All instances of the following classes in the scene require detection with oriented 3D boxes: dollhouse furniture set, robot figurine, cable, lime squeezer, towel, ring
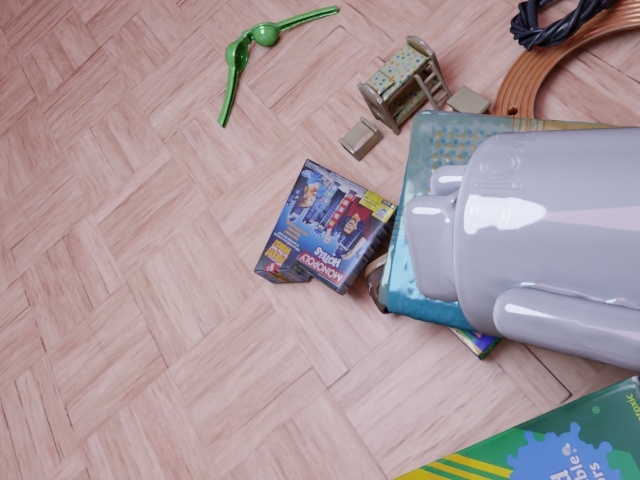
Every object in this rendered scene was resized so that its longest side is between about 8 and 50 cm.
[{"bbox_3d":[0.129,-0.184,0.832,0.182,0.101,0.161,-44,58,2],"label":"dollhouse furniture set"},{"bbox_3d":[0.256,0.001,0.496,0.353,0.200,0.300,4,37,33],"label":"robot figurine"},{"bbox_3d":[0.344,-0.342,0.801,0.184,0.047,0.150,-48,35,-11],"label":"cable"},{"bbox_3d":[-0.112,-0.360,1.048,0.310,0.059,0.110,-44,57,1],"label":"lime squeezer"},{"bbox_3d":[0.267,-0.013,0.647,0.370,0.040,0.272,9,80,24],"label":"towel"},{"bbox_3d":[0.394,-0.186,0.725,0.336,0.032,0.337,-17,57,27],"label":"ring"}]

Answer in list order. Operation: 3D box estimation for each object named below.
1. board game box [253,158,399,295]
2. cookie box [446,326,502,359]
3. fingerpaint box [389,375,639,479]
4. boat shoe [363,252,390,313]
[{"bbox_3d":[0.000,0.000,0.829,0.194,0.060,0.194,34,87,39],"label":"board game box"},{"bbox_3d":[0.209,0.083,0.716,0.107,0.040,0.092,-46,58,2],"label":"cookie box"},{"bbox_3d":[0.218,0.380,0.427,0.371,0.163,0.445,-42,54,36],"label":"fingerpaint box"},{"bbox_3d":[0.155,0.026,0.746,0.207,0.073,0.073,-37,46,18],"label":"boat shoe"}]
